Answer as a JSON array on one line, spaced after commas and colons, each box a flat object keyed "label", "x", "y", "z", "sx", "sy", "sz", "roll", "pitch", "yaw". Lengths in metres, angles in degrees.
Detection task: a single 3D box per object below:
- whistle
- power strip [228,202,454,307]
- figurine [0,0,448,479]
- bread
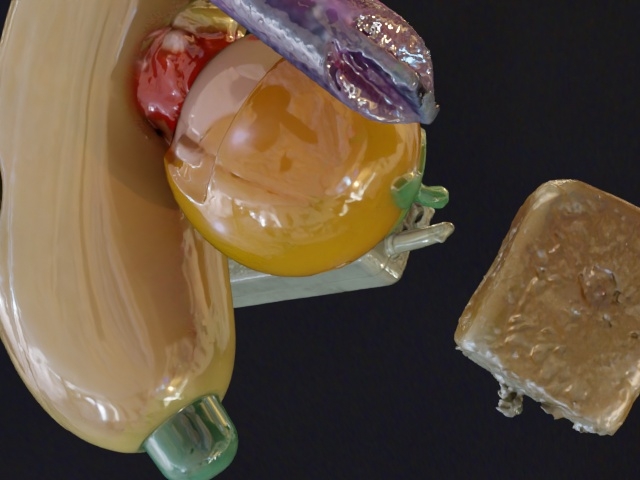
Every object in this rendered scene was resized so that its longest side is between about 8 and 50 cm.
[{"label": "whistle", "x": -0.034, "y": -0.093, "z": 0.416, "sx": 0.176, "sy": 0.033, "sz": 0.033, "roll": 39, "pitch": -105, "yaw": 14}, {"label": "power strip", "x": 0.000, "y": 0.000, "z": 1.162, "sx": 0.288, "sy": 0.053, "sz": 0.093, "roll": -12, "pitch": -128, "yaw": 44}, {"label": "figurine", "x": -0.055, "y": -0.052, "z": 0.592, "sx": 0.222, "sy": 0.124, "sz": 0.324, "roll": 32, "pitch": -68, "yaw": 29}, {"label": "bread", "x": 0.255, "y": 0.076, "z": 1.371, "sx": 0.196, "sy": 0.176, "sz": 0.246, "roll": 31, "pitch": -94, "yaw": 5}]
